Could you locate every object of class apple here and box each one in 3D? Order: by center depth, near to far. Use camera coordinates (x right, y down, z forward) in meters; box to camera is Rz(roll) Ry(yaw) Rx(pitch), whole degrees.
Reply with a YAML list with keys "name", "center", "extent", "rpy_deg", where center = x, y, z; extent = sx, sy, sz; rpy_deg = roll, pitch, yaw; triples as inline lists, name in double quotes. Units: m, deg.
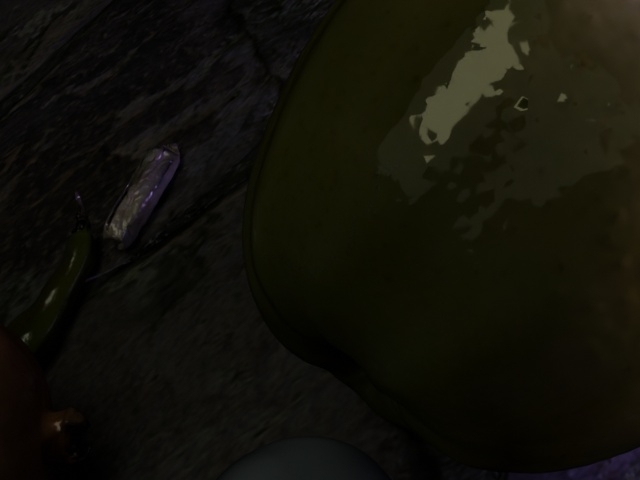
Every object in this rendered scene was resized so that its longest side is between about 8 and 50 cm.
- name: "apple"
  center: [0.166, -0.038, 0.830]
  extent: [0.474, 0.473, 0.473]
  rpy_deg: [-19, 46, 21]

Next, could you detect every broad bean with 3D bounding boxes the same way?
- name: "broad bean"
  center: [-0.366, 0.086, 1.372]
  extent: [0.075, 0.067, 0.325]
  rpy_deg: [19, 61, 10]

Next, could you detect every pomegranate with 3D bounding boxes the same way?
- name: "pomegranate"
  center: [-0.413, 0.232, 1.112]
  extent: [0.338, 0.338, 0.338]
  rpy_deg: [-19, 46, 21]

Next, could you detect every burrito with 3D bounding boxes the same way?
- name: "burrito"
  center: [-0.249, -0.068, 1.429]
  extent: [0.058, 0.045, 0.188]
  rpy_deg: [17, 61, 15]

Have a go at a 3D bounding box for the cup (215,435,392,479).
- name: "cup"
  center: [0.028, 0.307, 0.804]
  extent: [0.205, 0.205, 0.312]
  rpy_deg: [-43, 40, -3]
